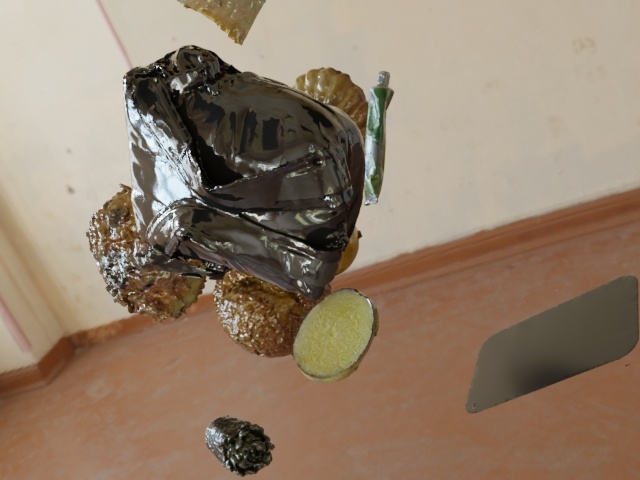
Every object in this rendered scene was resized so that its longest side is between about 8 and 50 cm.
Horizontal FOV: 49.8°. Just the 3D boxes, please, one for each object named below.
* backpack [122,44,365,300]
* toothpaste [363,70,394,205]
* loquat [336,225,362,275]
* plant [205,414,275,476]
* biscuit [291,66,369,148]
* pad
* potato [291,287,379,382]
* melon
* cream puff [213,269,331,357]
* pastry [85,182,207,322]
[{"bbox_3d":[-0.120,-0.094,1.020,0.445,0.364,0.254,17,28,37],"label":"backpack"},{"bbox_3d":[0.105,-0.187,1.268,0.046,0.248,0.078,6,0,-14],"label":"toothpaste"},{"bbox_3d":[0.000,0.000,1.324,0.163,0.163,0.137,-31,-14,-19],"label":"loquat"},{"bbox_3d":[-0.152,0.377,1.277,0.092,0.095,0.143,-10,16,-41],"label":"plant"},{"bbox_3d":[0.021,-0.297,1.841,0.107,0.326,0.325,-35,21,-36],"label":"biscuit"},{"bbox_3d":[0.472,0.203,1.366,0.375,0.063,0.315,-33,16,38],"label":"pad"},{"bbox_3d":[0.037,0.197,1.382,0.164,0.081,0.200,30,78,35],"label":"potato"},{"bbox_3d":[-0.186,-0.417,1.150,0.098,0.182,0.054,-58,23,6],"label":"melon"},{"bbox_3d":[-0.108,0.128,1.640,0.303,0.303,0.212,-32,-5,-23],"label":"cream puff"},{"bbox_3d":[-0.446,0.023,1.837,0.405,0.337,0.292,-54,1,39],"label":"pastry"}]
